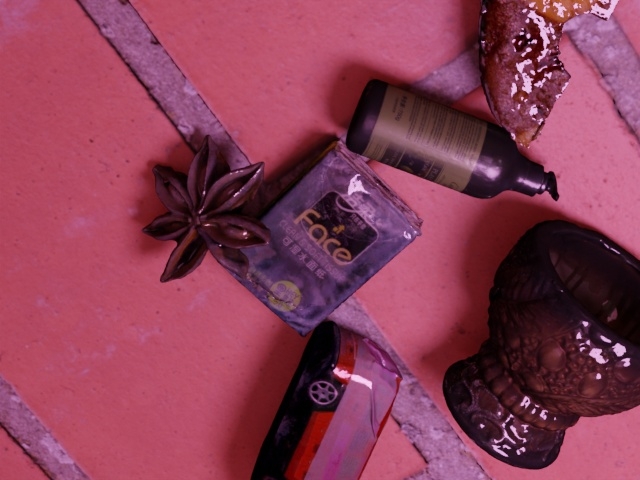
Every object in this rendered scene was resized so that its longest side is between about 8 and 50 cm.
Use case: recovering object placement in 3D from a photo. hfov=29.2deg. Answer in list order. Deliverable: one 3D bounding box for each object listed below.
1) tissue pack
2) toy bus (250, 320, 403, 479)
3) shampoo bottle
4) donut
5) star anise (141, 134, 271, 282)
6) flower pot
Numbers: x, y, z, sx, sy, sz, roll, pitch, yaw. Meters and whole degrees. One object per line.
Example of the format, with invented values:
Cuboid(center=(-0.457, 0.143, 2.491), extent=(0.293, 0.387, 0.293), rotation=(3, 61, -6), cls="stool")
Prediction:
Cuboid(center=(0.000, 0.000, 1.679), extent=(0.235, 0.073, 0.173), rotation=(-42, 102, 19), cls="tissue pack")
Cuboid(center=(0.005, 0.269, 1.763), extent=(0.147, 0.127, 0.303), rotation=(21, 110, -10), cls="toy bus")
Cuboid(center=(0.178, -0.117, 1.606), extent=(0.284, 0.101, 0.101), rotation=(20, 112, -5), cls="shampoo bottle")
Cuboid(center=(0.268, -0.281, 1.531), extent=(0.151, 0.112, 0.295), rotation=(26, 111, -1), cls="donut")
Cuboid(center=(-0.152, -0.043, 1.649), extent=(0.212, 0.073, 0.197), rotation=(-3, 89, 32), cls="star anise")
Cuboid(center=(0.311, 0.150, 1.637), extent=(0.266, 0.266, 0.267), rotation=(31, 121, -9), cls="flower pot")
